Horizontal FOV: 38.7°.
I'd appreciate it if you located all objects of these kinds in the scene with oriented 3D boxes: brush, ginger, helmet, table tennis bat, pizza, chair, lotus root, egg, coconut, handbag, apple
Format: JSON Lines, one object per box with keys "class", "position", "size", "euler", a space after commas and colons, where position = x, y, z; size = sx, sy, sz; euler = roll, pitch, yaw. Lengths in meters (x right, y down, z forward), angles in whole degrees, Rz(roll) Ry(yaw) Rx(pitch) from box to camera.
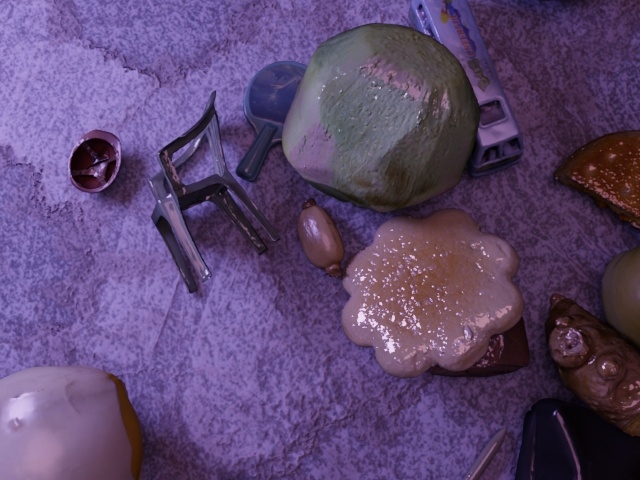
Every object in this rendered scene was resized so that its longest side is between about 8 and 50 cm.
{"class": "brush", "position": [0.219, 0.430, 1.507], "size": [0.039, 0.042, 0.299], "euler": [39, 78, -10]}
{"class": "ginger", "position": [0.432, 0.187, 1.474], "size": [0.123, 0.218, 0.270], "euler": [-51, 43, 7]}
{"class": "helmet", "position": [-0.380, -0.131, 1.568], "size": [0.089, 0.057, 0.111], "euler": [21, 86, 5]}
{"class": "table tennis bat", "position": [-0.081, -0.210, 1.603], "size": [0.149, 0.038, 0.237], "euler": [28, 78, 3]}
{"class": "pizza", "position": [0.552, -0.100, 1.587], "size": [0.292, 0.058, 0.197], "euler": [-11, 71, -3]}
{"class": "chair", "position": [-0.191, -0.082, 1.502], "size": [0.190, 0.203, 0.275], "euler": [-29, 91, -17]}
{"class": "lotus root", "position": [0.000, 0.000, 1.551], "size": [0.073, 0.062, 0.150], "euler": [-32, 73, 33]}
{"class": "egg", "position": [-0.415, 0.354, 1.376], "size": [0.282, 0.283, 0.345], "euler": [11, 85, 0]}
{"class": "coconut", "position": [0.094, -0.181, 1.482], "size": [0.328, 0.329, 0.281], "euler": [-1, 46, -2]}
{"class": "handbag", "position": [0.457, 0.443, 1.462], "size": [0.287, 0.152, 0.343], "euler": [12, 81, -12]}
{"class": "apple", "position": [0.624, 0.088, 1.473], "size": [0.295, 0.233, 0.258], "euler": [-28, 77, -5]}

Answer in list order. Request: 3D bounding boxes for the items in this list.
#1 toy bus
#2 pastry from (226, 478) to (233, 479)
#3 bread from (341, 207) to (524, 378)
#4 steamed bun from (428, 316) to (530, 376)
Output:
{"class": "toy bus", "position": [0.253, -0.281, 1.572], "size": [0.109, 0.136, 0.330], "euler": [-20, 81, -3]}
{"class": "pastry", "position": [-0.125, 0.459, 1.466], "size": [0.153, 0.081, 0.153], "euler": [1, 78, -5]}
{"class": "bread", "position": [0.175, 0.076, 1.494], "size": [0.315, 0.054, 0.316], "euler": [-8, 60, 15]}
{"class": "steamed bun", "position": [0.255, 0.154, 1.515], "size": [0.175, 0.106, 0.145], "euler": [-6, 78, 1]}
